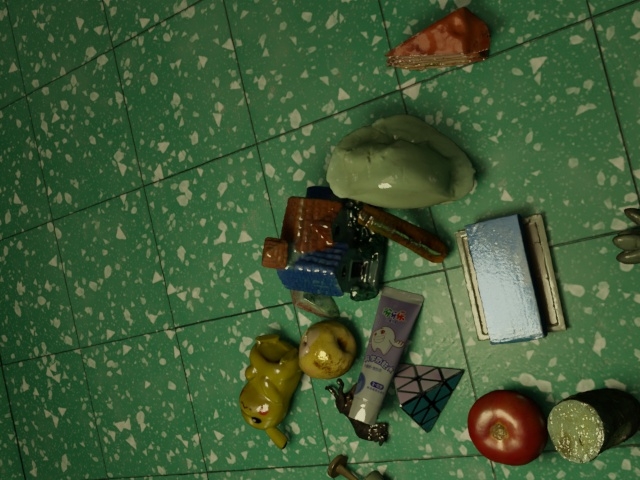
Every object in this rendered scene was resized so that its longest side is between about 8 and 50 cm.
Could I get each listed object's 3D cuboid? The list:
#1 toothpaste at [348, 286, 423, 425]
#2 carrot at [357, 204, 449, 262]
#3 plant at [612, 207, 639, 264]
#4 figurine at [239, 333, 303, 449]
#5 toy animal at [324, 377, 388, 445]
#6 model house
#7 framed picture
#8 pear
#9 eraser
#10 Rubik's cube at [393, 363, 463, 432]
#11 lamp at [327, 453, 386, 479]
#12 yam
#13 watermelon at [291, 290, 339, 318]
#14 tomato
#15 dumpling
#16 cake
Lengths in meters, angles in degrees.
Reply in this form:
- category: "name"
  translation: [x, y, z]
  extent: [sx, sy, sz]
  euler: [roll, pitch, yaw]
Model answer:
- category: "toothpaste"
  translation: [0.170, 0.311, 1.842]
  extent: [0.125, 0.080, 0.371]
  euler: [14, 76, 30]
- category: "carrot"
  translation: [0.213, -0.018, 1.765]
  extent: [0.260, 0.070, 0.070]
  euler: [25, 110, -8]
- category: "plant"
  translation: [0.777, 0.019, 1.455]
  extent: [0.274, 0.149, 0.146]
  euler: [12, 100, 32]
- category: "figurine"
  translation: [-0.157, 0.441, 2.035]
  extent: [0.218, 0.169, 0.326]
  euler: [33, 108, 41]
- category: "toy animal"
  translation: [0.102, 0.482, 1.927]
  extent: [0.233, 0.084, 0.148]
  euler: [39, 124, 18]
- category: "model house"
  translation: [0.000, 0.000, 1.783]
  extent: [0.252, 0.329, 0.295]
  euler: [11, 91, 28]
- category: "framed picture"
  translation: [0.478, 0.098, 1.713]
  extent: [0.231, 0.018, 0.293]
  euler: [-12, 88, 31]
- category: "pear"
  translation: [0.013, 0.314, 1.922]
  extent: [0.178, 0.178, 0.178]
  euler: [3, 96, 30]
- category: "eraser"
  translation: [0.461, 0.098, 1.687]
  extent: [0.144, 0.043, 0.311]
  euler: [-14, 87, 30]
- category: "Rubik's cube"
  translation: [0.227, 0.402, 1.799]
  extent: [0.190, 0.178, 0.211]
  euler: [30, 107, 28]
- category: "lamp"
  translation: [0.118, 0.696, 1.920]
  extent: [0.215, 0.121, 0.121]
  euler: [27, 108, 35]
- category: "yam"
  translation: [0.619, 0.411, 1.535]
  extent: [0.154, 0.254, 0.154]
  euler: [2, 93, 43]
- category: "watermelon"
  translation: [-0.024, 0.177, 2.001]
  extent: [0.180, 0.081, 0.094]
  euler: [33, 135, 30]
- category: "tomato"
  translation: [0.466, 0.462, 1.682]
  extent: [0.195, 0.136, 0.195]
  euler: [2, 94, 33]
- category: "dumpling"
  translation: [0.194, -0.175, 1.748]
  extent: [0.270, 0.321, 0.212]
  euler: [-106, 33, -44]
- category: "cake"
  translation: [0.293, -0.503, 1.729]
  extent: [0.287, 0.098, 0.135]
  euler: [-8, 92, 26]
